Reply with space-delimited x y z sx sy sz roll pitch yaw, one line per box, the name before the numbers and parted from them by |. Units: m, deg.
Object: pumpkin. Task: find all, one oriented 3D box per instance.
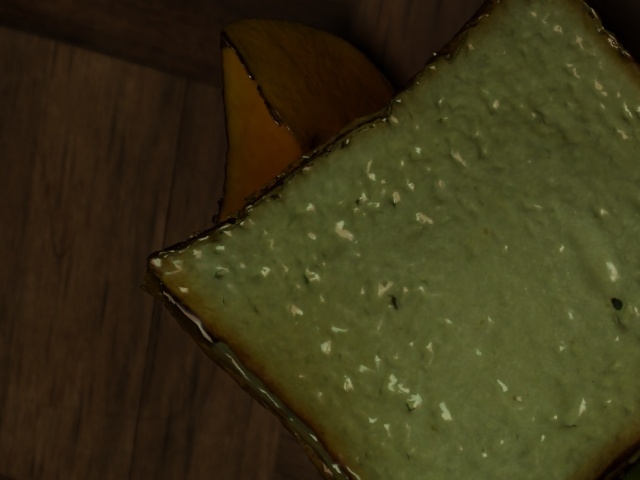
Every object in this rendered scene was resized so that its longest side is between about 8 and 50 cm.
pumpkin | 0.001 -0.004 1.209 0.163 0.111 0.278 -30 96 45

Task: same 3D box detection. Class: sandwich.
sandwich | 0.096 0.027 1.076 0.301 0.099 0.271 -39 93 -11

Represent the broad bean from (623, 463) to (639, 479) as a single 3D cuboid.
broad bean | 0.149 0.152 1.193 0.214 0.048 0.070 -27 90 28
